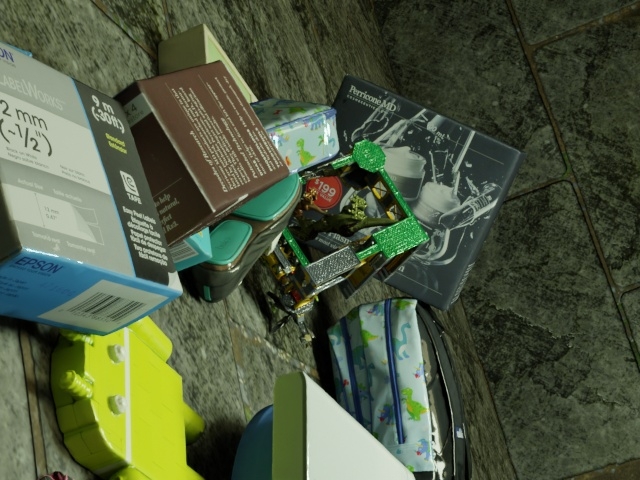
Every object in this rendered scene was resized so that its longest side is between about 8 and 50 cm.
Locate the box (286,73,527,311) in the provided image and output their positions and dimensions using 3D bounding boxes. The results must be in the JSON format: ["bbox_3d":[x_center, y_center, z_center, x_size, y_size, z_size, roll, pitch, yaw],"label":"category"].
[{"bbox_3d":[0.150,-0.090,2.039,0.343,0.313,0.179,25,9,12],"label":"box"}]

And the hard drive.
[{"bbox_3d":[0.041,0.337,1.378,0.353,0.047,0.233,48,33,-49],"label":"hard drive"}]

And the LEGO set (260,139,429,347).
[{"bbox_3d":[0.000,0.000,1.854,0.331,0.192,0.255,-34,81,-36],"label":"LEGO set"}]

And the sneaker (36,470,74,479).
[{"bbox_3d":[-0.229,0.239,1.045,0.057,0.047,0.119,62,10,20],"label":"sneaker"}]

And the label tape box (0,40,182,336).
[{"bbox_3d":[-0.286,-0.097,1.079,0.249,0.115,0.348,23,44,-62],"label":"label tape box"}]

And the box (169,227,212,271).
[{"bbox_3d":[-0.206,-0.087,1.529,0.100,0.060,0.244,49,25,-53],"label":"box"}]

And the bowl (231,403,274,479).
[{"bbox_3d":[0.010,0.394,1.435,0.391,0.077,0.391,50,32,-47],"label":"bowl"}]

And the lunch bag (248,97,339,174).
[{"bbox_3d":[-0.095,-0.152,1.687,0.219,0.176,0.090,-25,116,-43],"label":"lunch bag"}]

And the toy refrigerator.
[{"bbox_3d":[-0.155,-0.215,1.826,0.269,0.094,0.102,55,20,-46],"label":"toy refrigerator"}]

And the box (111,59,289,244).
[{"bbox_3d":[-0.176,-0.089,1.311,0.167,0.168,0.203,59,28,-2],"label":"box"}]

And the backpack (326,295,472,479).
[{"bbox_3d":[0.142,0.275,1.982,0.290,0.273,0.356,21,71,-68],"label":"backpack"}]

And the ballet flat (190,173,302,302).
[{"bbox_3d":[-0.112,-0.006,1.630,0.280,0.095,0.096,-51,154,-49],"label":"ballet flat"}]

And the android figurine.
[{"bbox_3d":[-0.200,0.181,1.199,0.273,0.056,0.248,56,20,-46],"label":"android figurine"}]

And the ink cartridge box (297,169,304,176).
[{"bbox_3d":[-0.019,-0.128,2.258,0.181,0.061,0.104,-85,150,-60],"label":"ink cartridge box"}]
